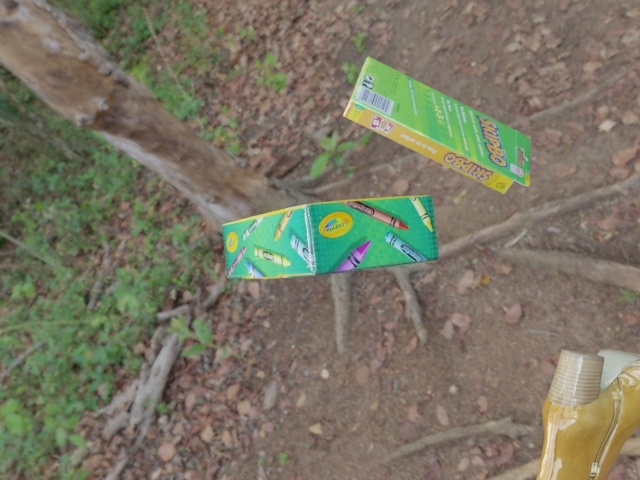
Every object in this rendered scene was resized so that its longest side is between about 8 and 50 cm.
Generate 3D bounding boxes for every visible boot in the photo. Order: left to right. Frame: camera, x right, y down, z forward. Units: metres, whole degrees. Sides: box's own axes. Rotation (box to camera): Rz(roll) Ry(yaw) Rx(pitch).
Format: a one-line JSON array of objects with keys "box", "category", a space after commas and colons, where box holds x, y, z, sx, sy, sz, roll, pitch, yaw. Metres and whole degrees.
[{"box": [0.434, 0.274, 1.104, 0.104, 0.295, 0.211, 14, 94, 57], "category": "boot"}]

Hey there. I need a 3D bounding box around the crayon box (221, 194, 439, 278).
[{"box": [0.000, 0.000, 0.936, 0.278, 0.165, 0.081, -8, 88, 63], "category": "crayon box"}]

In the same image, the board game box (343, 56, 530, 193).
[{"box": [0.164, -0.153, 0.993, 0.124, 0.260, 0.039, -71, 5, -48], "category": "board game box"}]
